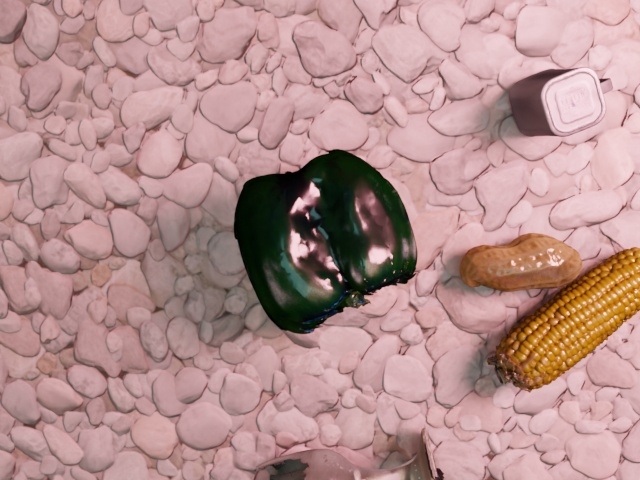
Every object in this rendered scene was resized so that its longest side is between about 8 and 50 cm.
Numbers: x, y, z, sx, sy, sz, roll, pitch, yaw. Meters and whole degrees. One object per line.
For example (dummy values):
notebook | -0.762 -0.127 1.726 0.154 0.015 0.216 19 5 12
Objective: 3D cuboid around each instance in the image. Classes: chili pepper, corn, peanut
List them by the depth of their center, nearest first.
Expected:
chili pepper | 0.000 0.000 0.903 0.248 0.233 0.257 -23 88 -9
corn | 0.412 0.128 0.941 0.317 0.115 0.115 -42 94 7
peanut | 0.324 0.038 0.948 0.193 0.083 0.094 -2 112 3

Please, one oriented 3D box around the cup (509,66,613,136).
cup | 0.373 -0.215 0.890 0.128 0.129 0.095 -21 103 3

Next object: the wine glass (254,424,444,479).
wine glass | 0.049 0.414 0.995 0.320 0.143 0.144 -14 97 5
